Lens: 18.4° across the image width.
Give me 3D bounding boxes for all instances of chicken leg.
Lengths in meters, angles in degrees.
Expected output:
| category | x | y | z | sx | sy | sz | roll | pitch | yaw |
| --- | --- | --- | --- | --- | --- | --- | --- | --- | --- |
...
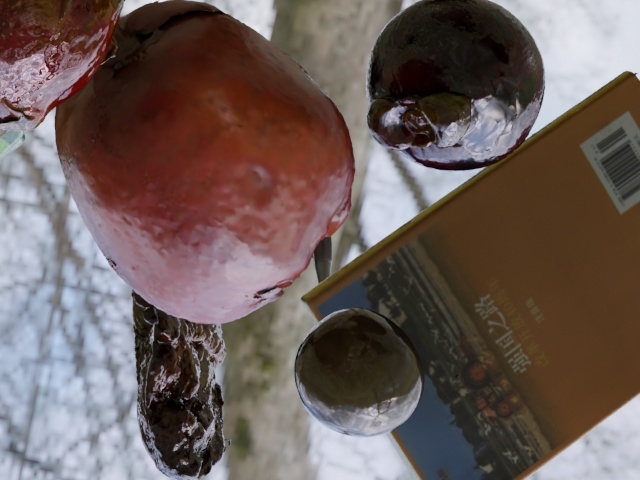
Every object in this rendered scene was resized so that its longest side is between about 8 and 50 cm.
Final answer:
| category | x | y | z | sx | sy | sz | roll | pitch | yaw |
| --- | --- | --- | --- | --- | --- | --- | --- | --- | --- |
| chicken leg | -0.144 | 0.079 | 1.873 | 0.083 | 0.177 | 0.322 | -9 | -130 | 5 |

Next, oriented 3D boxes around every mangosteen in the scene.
| category | x | y | z | sx | sy | sz | roll | pitch | yaw |
| --- | --- | --- | --- | --- | --- | --- | --- | --- | --- |
| mangosteen | 0.105 | -0.120 | 1.577 | 0.152 | 0.152 | 0.152 | 11 | -150 | -7 |

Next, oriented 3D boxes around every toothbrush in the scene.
| category | x | y | z | sx | sy | sz | roll | pitch | yaw |
| --- | --- | --- | --- | --- | --- | --- | --- | --- | --- |
| toothbrush | 0.000 | 0.000 | 2.108 | 0.024 | 0.029 | 0.354 | 1 | -126 | -7 |

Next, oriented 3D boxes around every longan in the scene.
| category | x | y | z | sx | sy | sz | roll | pitch | yaw |
| --- | --- | --- | --- | --- | --- | --- | --- | --- | --- |
| longan | 0.034 | 0.103 | 1.541 | 0.106 | 0.106 | 0.119 | 38 | -157 | 34 |

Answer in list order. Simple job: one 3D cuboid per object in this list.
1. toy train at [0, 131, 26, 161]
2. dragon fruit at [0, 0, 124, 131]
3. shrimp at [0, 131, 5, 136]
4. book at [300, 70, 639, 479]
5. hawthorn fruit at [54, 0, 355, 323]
| category | x | y | z | sx | sy | sz | roll | pitch | yaw |
| --- | --- | --- | --- | --- | --- | --- | --- | --- | --- |
| toy train | -0.431 | -0.142 | 1.993 | 0.238 | 0.299 | 0.167 | 39 | -155 | -25 |
| dragon fruit | -0.158 | -0.147 | 1.150 | 0.246 | 0.125 | 0.125 | -31 | -157 | -6 |
| shrimp | -0.377 | -0.205 | 1.747 | 0.169 | 0.058 | 0.296 | -39 | -90 | -33 |
| book | 0.200 | 0.054 | 1.794 | 0.374 | 0.262 | 0.028 | -34 | -165 | -10 |
| hawthorn fruit | -0.105 | -0.082 | 1.434 | 0.299 | 0.211 | 0.211 | 48 | -163 | -27 |
